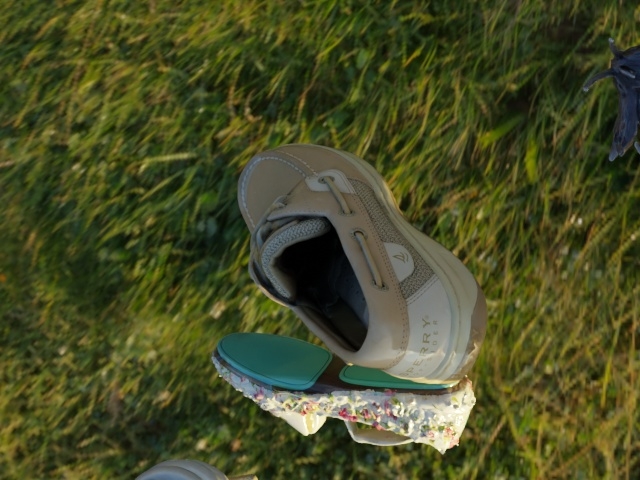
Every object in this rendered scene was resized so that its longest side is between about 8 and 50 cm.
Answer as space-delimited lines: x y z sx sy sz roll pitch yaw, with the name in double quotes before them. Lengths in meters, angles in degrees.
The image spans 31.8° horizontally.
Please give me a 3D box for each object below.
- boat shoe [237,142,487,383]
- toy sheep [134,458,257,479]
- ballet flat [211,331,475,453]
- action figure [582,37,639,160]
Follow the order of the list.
"boat shoe" 0.000 0.000 0.917 0.110 0.341 0.122 6 109 -32
"toy sheep" -0.093 0.186 0.746 0.091 0.132 0.091 -4 81 26
"ballet flat" 0.015 0.136 0.968 0.241 0.091 0.077 7 115 25
"action figure" 0.355 -0.138 1.053 0.275 0.141 0.164 15 108 -18
